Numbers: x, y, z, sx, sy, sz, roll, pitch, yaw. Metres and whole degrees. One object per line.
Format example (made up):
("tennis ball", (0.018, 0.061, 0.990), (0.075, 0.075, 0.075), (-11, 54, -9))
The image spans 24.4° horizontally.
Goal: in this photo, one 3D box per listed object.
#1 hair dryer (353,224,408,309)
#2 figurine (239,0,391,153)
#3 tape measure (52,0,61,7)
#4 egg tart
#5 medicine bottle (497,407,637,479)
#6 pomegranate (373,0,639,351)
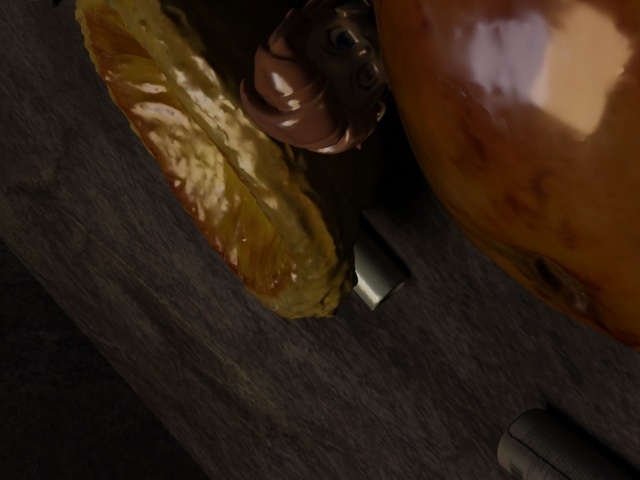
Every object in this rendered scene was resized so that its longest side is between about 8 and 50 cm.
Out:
("hair dryer", (0.005, 0.006, 1.291), (0.155, 0.044, 0.183), (50, 169, 10))
("figurine", (0.031, -0.108, 0.803), (0.126, 0.157, 0.114), (52, -175, -20))
("tape measure", (-0.325, -0.372, 1.241), (0.351, 0.098, 0.215), (44, 164, 13))
("egg tart", (-0.051, -0.089, 1.074), (0.319, 0.128, 0.319), (48, 164, 18))
("medicine bottle", (0.217, 0.199, 1.089), (0.199, 0.057, 0.058), (36, 158, 41))
("pomegranate", (0.129, -0.080, 0.461), (0.248, 0.248, 0.248), (46, 163, 19))
